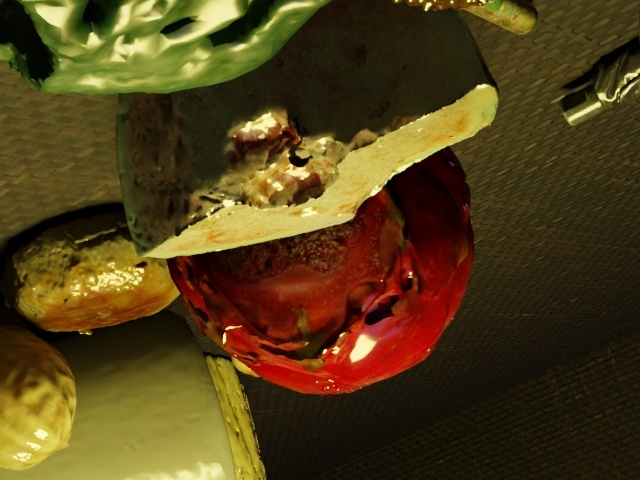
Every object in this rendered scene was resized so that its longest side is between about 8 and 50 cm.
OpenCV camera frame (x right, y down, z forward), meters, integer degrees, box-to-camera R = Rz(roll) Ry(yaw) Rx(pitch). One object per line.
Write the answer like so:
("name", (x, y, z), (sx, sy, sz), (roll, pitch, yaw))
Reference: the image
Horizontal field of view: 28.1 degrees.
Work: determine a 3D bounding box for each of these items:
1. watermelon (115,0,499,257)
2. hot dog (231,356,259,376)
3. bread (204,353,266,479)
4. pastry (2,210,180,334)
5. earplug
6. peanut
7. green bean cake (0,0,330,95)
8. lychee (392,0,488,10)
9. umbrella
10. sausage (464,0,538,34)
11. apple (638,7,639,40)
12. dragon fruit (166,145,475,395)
("watermelon", (-0.014, -0.116, 1.005), (0.321, 0.188, 0.175), (-18, 168, 19))
("hot dog", (-0.020, 0.134, 1.823), (0.153, 0.150, 0.256), (-14, 164, 17))
("bread", (-0.235, 0.353, 2.027), (0.248, 0.315, 0.279), (-25, 152, 15))
("pastry", (-0.243, 0.040, 1.395), (0.182, 0.093, 0.192), (-24, 163, 25))
("earplug", (-0.339, 0.286, 1.644), (0.394, 0.313, 0.313), (-15, 163, -21))
("peanut", (-0.357, 0.150, 1.413), (0.153, 0.140, 0.325), (24, -179, -27))
("green bean cake", (-0.110, -0.199, 0.680), (0.300, 0.169, 0.308), (-5, 160, -36))
("lychee", (0.085, -0.225, 0.824), (0.171, 0.171, 0.171), (-17, 163, -5))
("umbrella", (0.355, -0.191, 1.355), (0.235, 0.059, 0.066), (-27, 138, 32))
("sausage", (0.123, -0.214, 1.086), (0.032, 0.033, 0.269), (-28, 160, 29))
("apple", (0.406, -0.196, 1.117), (0.253, 0.254, 0.253), (-17, 163, -5))
("dragon fruit", (0.000, 0.000, 1.211), (0.295, 0.296, 0.302), (-21, -172, 8))
